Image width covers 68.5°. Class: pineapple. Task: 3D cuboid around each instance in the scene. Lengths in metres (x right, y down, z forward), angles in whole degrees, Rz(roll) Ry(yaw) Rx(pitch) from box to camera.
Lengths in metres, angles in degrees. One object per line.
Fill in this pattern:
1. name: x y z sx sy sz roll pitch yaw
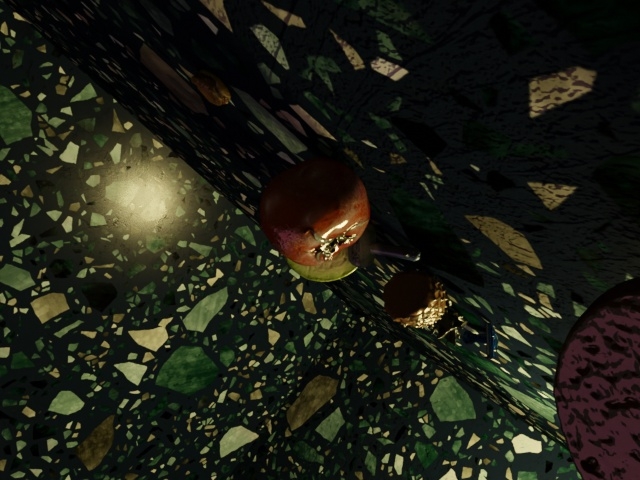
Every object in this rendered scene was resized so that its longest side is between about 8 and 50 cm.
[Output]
1. pineapple: 0.312 0.196 1.283 0.165 0.165 0.364 29 177 45

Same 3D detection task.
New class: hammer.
1. hammer: 0.154 0.019 1.151 0.194 0.116 0.069 10 -165 36

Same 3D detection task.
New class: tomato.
1. tomato: -0.012 -0.065 0.948 0.188 0.232 0.232 53 177 21

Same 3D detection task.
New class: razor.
1. razor: 0.474 0.290 1.377 0.056 0.093 0.324 1 170 6

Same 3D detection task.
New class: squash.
1. squash: 0.000 0.000 1.377 0.234 0.210 0.309 18 -172 -4

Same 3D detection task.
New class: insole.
1. insole: -0.366 -0.401 1.299 0.153 0.002 0.053 44 169 -37

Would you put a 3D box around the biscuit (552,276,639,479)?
1. biscuit: 0.401 0.188 0.391 0.394 0.070 0.350 10 109 54

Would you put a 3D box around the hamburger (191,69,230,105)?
1. hamburger: -0.232 -0.326 1.005 0.076 0.044 0.083 35 169 29
